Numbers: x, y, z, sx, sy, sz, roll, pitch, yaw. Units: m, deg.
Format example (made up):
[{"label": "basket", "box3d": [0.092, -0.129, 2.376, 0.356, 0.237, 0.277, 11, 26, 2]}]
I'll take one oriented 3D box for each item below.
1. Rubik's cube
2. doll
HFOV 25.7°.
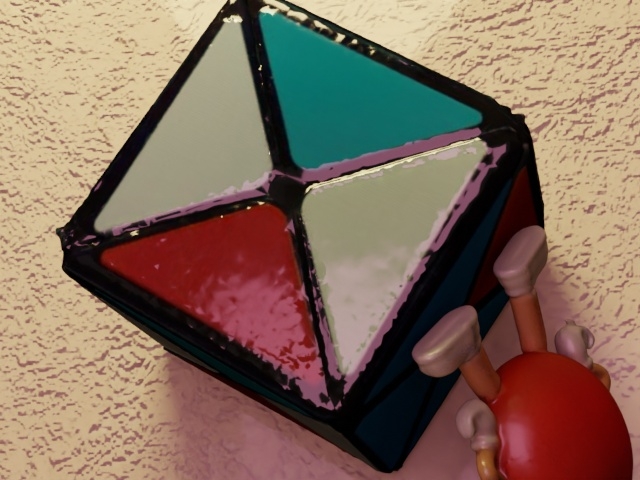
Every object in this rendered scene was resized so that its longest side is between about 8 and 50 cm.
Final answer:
[{"label": "Rubik's cube", "box3d": [0.001, 0.000, 1.031, 0.250, 0.246, 0.248, 28, 79, 19]}, {"label": "doll", "box3d": [0.154, 0.120, 0.968, 0.183, 0.085, 0.217, -43, 109, -40]}]
